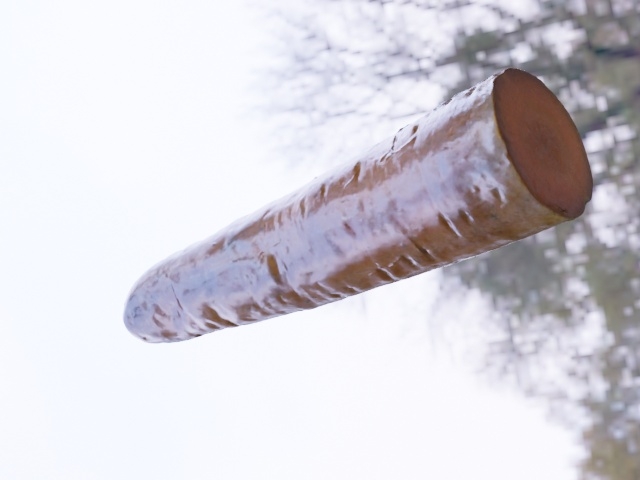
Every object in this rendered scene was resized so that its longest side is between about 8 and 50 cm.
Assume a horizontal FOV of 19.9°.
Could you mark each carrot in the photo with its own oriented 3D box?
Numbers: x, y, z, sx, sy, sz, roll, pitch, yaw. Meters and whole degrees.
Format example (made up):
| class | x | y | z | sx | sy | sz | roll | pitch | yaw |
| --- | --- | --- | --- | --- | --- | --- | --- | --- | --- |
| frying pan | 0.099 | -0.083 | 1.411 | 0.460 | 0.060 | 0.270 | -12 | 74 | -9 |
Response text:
| class | x | y | z | sx | sy | sz | roll | pitch | yaw |
| --- | --- | --- | --- | --- | --- | --- | --- | --- | --- |
| carrot | 0.000 | 0.000 | 0.704 | 0.061 | 0.209 | 0.061 | 35 | -137 | -41 |
